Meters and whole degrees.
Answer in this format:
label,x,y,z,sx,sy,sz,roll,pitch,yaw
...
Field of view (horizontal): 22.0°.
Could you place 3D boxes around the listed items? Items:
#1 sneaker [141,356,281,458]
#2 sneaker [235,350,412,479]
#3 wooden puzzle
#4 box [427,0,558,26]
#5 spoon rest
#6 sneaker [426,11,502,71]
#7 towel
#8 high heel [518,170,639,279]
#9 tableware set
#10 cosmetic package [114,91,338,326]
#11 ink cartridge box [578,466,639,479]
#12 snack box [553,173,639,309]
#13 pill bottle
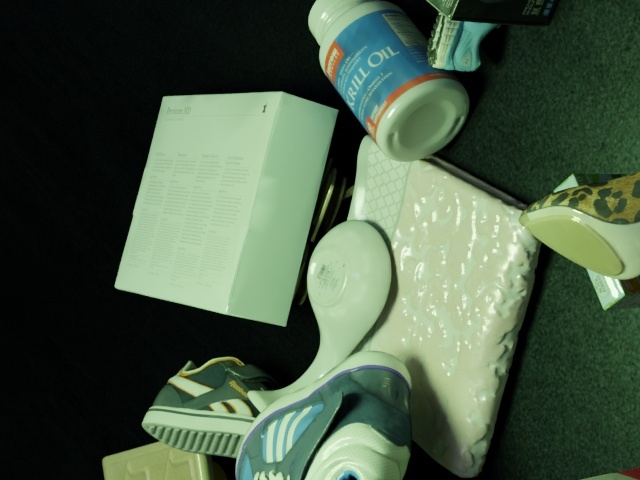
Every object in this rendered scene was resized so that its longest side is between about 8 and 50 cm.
label,x,y,z,sx,sy,sz,roll,pitch,yaw
sneaker,-0.090,0.229,2.211,0.321,0.126,0.127,9,60,34
sneaker,-0.013,0.292,1.948,0.323,0.130,0.236,-43,22,36
wooden puzzle,-0.206,0.457,2.431,0.348,0.080,0.322,-25,72,56
box,0.205,-0.329,1.778,0.077,0.147,0.180,49,128,40
spoon rest,0.007,0.101,2.058,0.137,0.084,0.276,47,116,41
sneaker,0.176,-0.268,1.898,0.063,0.073,0.162,-177,104,-77
towel,0.124,0.069,1.987,0.317,0.053,0.332,34,119,47
high heel,0.332,-0.052,1.616,0.261,0.186,0.093,8,138,48
tableware set,0.000,0.000,2.137,0.128,0.039,0.194,-90,19,-70
cosmetic package,-0.133,-0.049,2.191,0.377,0.097,0.284,8,85,61
ink cartridge box,0.366,0.339,1.535,0.306,0.226,0.131,32,117,46
snack box,0.308,0.000,1.696,0.037,0.100,0.141,-44,58,45
pill bottle,0.074,-0.208,1.978,0.221,0.124,0.124,55,132,35
